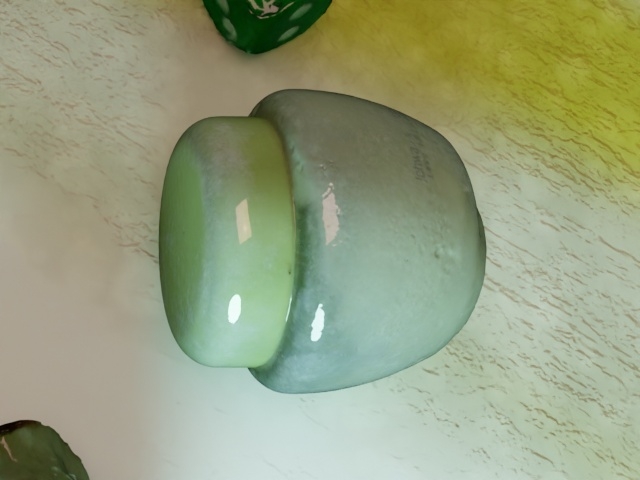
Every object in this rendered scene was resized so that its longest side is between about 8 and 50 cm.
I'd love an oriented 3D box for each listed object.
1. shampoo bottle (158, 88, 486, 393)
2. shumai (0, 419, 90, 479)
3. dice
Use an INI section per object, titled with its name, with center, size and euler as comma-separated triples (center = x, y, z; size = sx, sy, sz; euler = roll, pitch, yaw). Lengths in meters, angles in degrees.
[shampoo bottle]
center = 0.000, 0.000, 1.493
size = 0.317, 0.322, 0.322
euler = -2, 73, -20
[shumai]
center = -0.296, 0.328, 1.420
size = 0.309, 0.304, 0.263
euler = -12, 41, -14
[dice]
center = -0.067, -0.310, 1.685
size = 0.131, 0.120, 0.128
euler = -33, 81, -22
